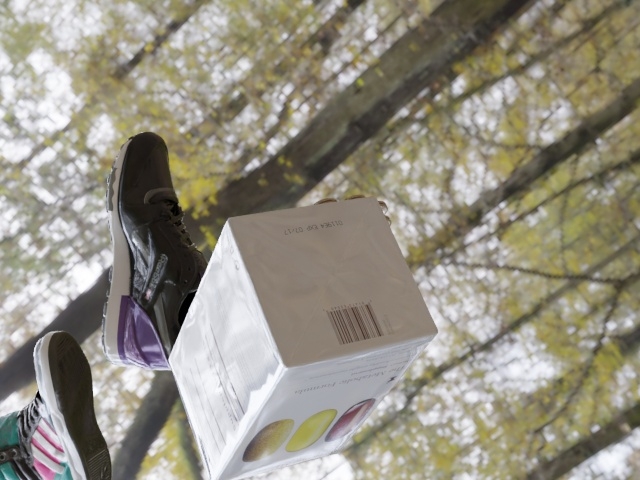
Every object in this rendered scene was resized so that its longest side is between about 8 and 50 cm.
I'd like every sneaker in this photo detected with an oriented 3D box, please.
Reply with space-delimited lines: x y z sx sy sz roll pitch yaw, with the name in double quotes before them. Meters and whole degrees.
"sneaker" -0.420 0.261 1.590 0.124 0.178 0.296 -72 -21 -60
"sneaker" -0.178 0.013 1.298 0.107 0.124 0.283 -8 -79 -68

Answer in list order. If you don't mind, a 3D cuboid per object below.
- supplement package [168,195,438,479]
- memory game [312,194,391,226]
"supplement package" -0.026 0.092 0.925 0.139 0.244 0.134 -10 -119 -26
"memory game" 0.000 0.000 1.326 0.186 0.186 0.012 16 -136 -50
